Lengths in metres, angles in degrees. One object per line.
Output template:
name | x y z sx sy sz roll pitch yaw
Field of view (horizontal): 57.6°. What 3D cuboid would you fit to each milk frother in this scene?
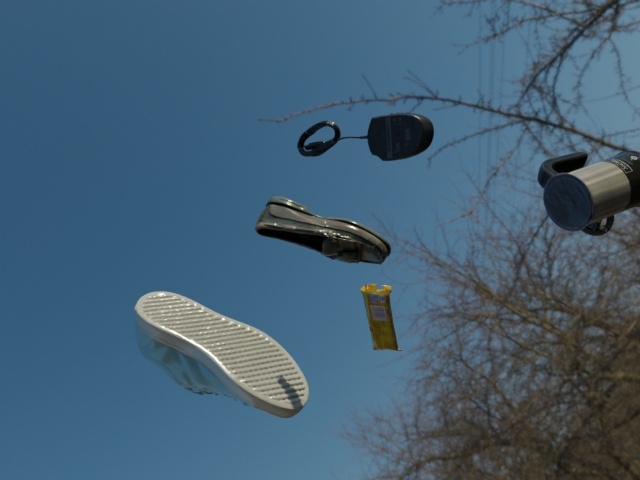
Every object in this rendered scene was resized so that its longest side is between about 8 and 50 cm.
milk frother | 0.385 -0.050 0.841 0.135 0.129 0.143 -18 -64 -22

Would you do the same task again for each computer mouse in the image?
computer mouse | 0.067 -0.159 0.910 0.041 0.242 0.071 -12 -77 -54

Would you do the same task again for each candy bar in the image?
candy bar | 0.079 0.106 0.751 0.161 0.040 0.018 74 -157 -49

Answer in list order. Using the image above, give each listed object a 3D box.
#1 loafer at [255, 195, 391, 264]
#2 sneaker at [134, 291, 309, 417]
loafer | 0.000 0.000 1.129 0.084 0.268 0.096 -58 -19 -34
sneaker | -0.190 0.234 1.091 0.135 0.366 0.150 -40 -26 -49
